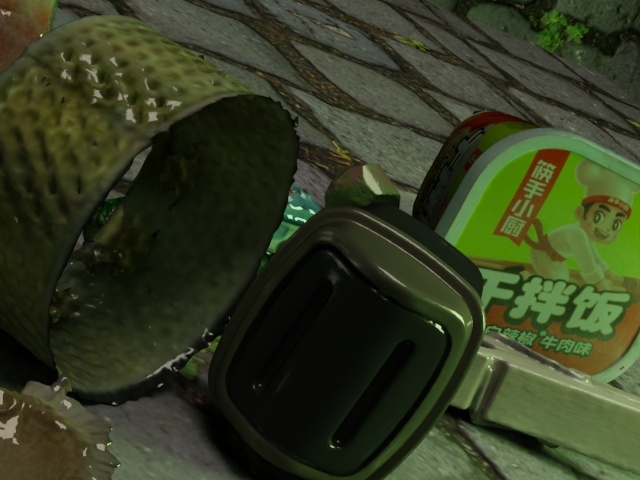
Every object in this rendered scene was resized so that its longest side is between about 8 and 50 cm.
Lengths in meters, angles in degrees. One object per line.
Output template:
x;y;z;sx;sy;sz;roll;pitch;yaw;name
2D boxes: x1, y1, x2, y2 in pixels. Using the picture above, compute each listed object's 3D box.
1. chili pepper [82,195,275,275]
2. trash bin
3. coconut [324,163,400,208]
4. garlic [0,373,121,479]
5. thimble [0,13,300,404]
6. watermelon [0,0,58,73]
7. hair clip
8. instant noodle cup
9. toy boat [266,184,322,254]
-0.119;0.010;1.595;0.224;0.061;0.098;13;50;-40;chili pepper
0.032;0.078;1.428;0.182;0.209;0.290;34;12;4;trash bin
0.046;-0.053;2.035;0.081;0.082;0.083;53;-7;20;coconut
-0.178;0.152;0.890;0.207;0.207;0.257;40;6;31;garlic
-0.156;-0.025;1.317;0.150;0.271;0.271;34;17;26;thimble
-0.296;-0.107;1.461;0.250;0.283;0.292;-17;74;-48;watermelon
0.207;0.154;1.700;0.331;0.085;0.101;20;16;-10;hair clip
0.235;-0.011;1.957;0.294;0.294;0.308;26;10;-13;instant noodle cup
0.000;0.000;1.779;0.238;0.098;0.109;16;25;-40;toy boat
